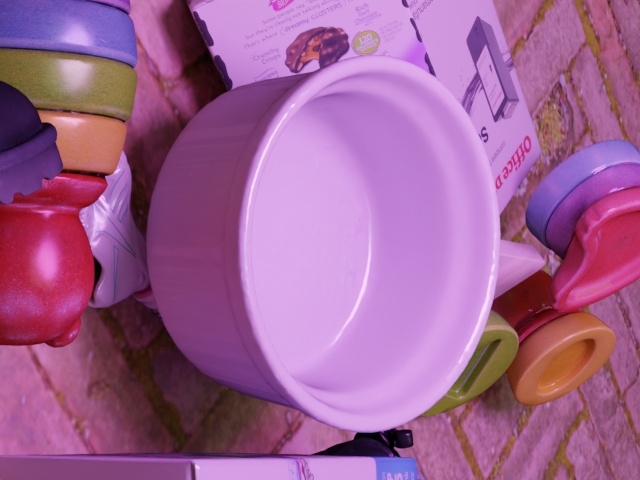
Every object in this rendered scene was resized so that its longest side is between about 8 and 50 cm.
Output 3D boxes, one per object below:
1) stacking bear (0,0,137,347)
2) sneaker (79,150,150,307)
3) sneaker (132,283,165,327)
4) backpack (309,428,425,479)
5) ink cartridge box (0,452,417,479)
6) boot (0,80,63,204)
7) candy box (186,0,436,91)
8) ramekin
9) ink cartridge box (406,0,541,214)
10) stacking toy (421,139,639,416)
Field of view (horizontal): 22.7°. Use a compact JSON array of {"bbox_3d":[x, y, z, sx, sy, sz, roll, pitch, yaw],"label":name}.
[{"bbox_3d":[-0.201,-0.074,1.036,0.175,0.164,0.289,2,89,-56],"label":"stacking bear"},{"bbox_3d":[-0.168,-0.021,1.161,0.061,0.054,0.152,-38,117,-48],"label":"sneaker"},{"bbox_3d":[-0.082,0.016,1.276,0.170,0.063,0.074,-51,127,-40],"label":"sneaker"},{"bbox_3d":[0.028,0.234,1.341,0.182,0.152,0.115,45,34,-63],"label":"backpack"},{"bbox_3d":[-0.082,0.249,1.124,0.270,0.198,0.197,11,78,-56],"label":"ink cartridge box"},{"bbox_3d":[-0.339,-0.197,0.796,0.367,0.146,0.445,-20,101,-38],"label":"boot"},{"bbox_3d":[0.001,-0.149,1.322,0.070,0.165,0.196,-116,-178,-65],"label":"candy box"},{"bbox_3d":[0.000,0.000,1.212,0.277,0.135,0.277,-4,95,-44],"label":"ramekin"},{"bbox_3d":[0.092,-0.144,1.502,0.198,0.115,0.272,-51,127,-45],"label":"ink cartridge box"},{"bbox_3d":[0.186,0.031,1.553,0.280,0.309,0.130,-9,50,-33],"label":"stacking toy"}]
